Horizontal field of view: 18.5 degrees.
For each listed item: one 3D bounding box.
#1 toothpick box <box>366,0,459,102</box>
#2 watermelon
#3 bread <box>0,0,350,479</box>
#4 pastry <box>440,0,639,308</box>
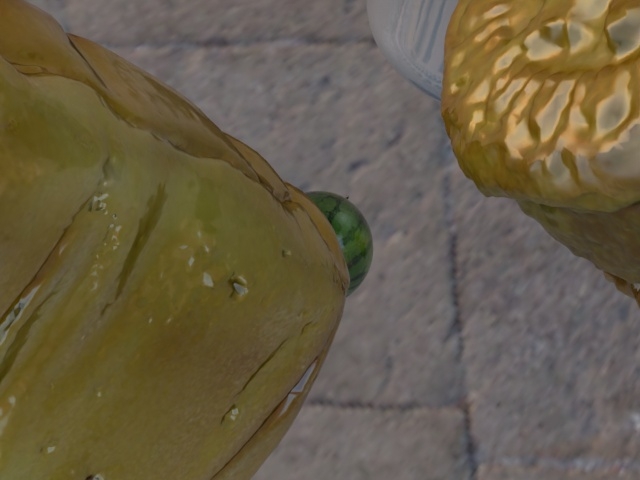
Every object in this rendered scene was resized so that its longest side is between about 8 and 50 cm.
[{"bbox_3d":[0.140,-0.234,1.443,0.229,0.229,0.316,25,133,12],"label":"toothpick box"},{"bbox_3d":[-0.003,0.005,1.680,0.109,0.109,0.109,7,110,19],"label":"watermelon"},{"bbox_3d":[-0.108,0.008,0.718,0.132,0.294,0.167,41,94,30],"label":"bread"},{"bbox_3d":[0.131,-0.070,0.619,0.103,0.189,0.189,35,122,-29],"label":"pastry"}]
